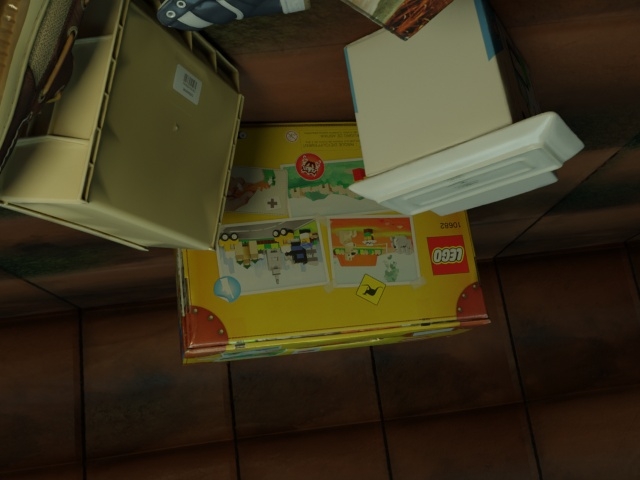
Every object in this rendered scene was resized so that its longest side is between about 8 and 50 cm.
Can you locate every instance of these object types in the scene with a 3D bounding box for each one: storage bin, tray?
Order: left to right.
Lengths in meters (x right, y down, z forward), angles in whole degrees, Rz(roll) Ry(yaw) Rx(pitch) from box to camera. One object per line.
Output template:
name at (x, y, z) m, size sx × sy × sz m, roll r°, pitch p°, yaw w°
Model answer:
storage bin at (-0.219, -0.135, 0.755) m, size 0.123 × 0.260 × 0.262 m, roll 4°, pitch 170°, yaw 23°
tray at (0.184, -0.083, 0.806) m, size 0.270 × 0.030 × 0.145 m, roll -18°, pitch 160°, yaw 32°

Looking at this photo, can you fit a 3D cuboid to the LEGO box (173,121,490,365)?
LEGO box at (0.000, 0.000, 1.112) m, size 0.500 × 0.372 × 0.193 m, roll -3°, pitch 164°, yaw -14°

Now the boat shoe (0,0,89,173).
boat shoe at (-0.274, -0.161, 0.574) m, size 0.123 × 0.342 × 0.123 m, roll 23°, pitch -175°, yaw 20°

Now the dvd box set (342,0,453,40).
dvd box set at (0.119, -0.329, 0.385) m, size 0.420 × 0.062 × 0.307 m, roll -35°, pitch 151°, yaw 31°

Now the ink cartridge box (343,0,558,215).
ink cartridge box at (0.194, -0.175, 0.906) m, size 0.197 × 0.198 × 0.270 m, roll -17°, pitch 163°, yaw 28°

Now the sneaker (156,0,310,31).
sneaker at (-0.101, -0.282, 0.567) m, size 0.153 × 0.099 × 0.282 m, roll -11°, pitch 167°, yaw 4°
